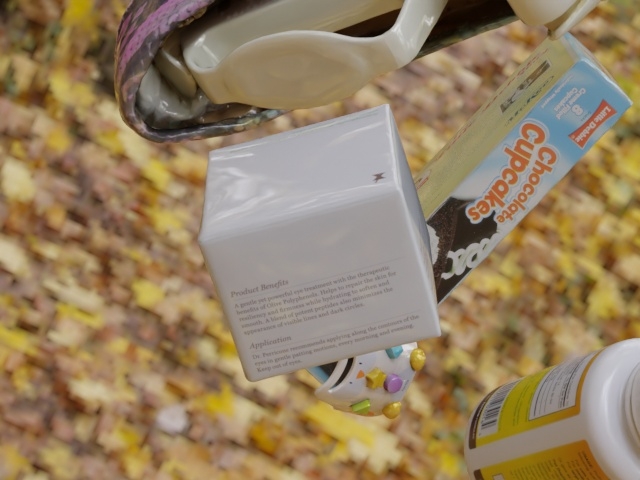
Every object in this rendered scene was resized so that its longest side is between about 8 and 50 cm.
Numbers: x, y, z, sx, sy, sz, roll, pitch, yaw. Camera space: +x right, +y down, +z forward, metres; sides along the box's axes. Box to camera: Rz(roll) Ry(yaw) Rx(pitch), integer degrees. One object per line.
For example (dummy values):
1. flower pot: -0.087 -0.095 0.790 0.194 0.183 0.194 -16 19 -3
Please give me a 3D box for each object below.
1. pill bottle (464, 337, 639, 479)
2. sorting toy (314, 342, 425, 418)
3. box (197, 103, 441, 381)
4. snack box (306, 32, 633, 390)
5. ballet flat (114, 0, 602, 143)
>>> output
1. pill bottle: 0.207 0.140 1.331 0.117 0.215 0.117 10 70 -28
2. sorting toy: 0.030 0.094 1.315 0.075 0.083 0.045 14 15 -49
3. box: 0.000 0.000 0.907 0.101 0.087 0.102 -14 28 7
4. snack box: 0.109 -0.027 1.470 0.060 0.322 0.187 41 12 -8
5. ballet flat: 0.034 -0.082 0.544 0.077 0.221 0.079 55 21 -32
